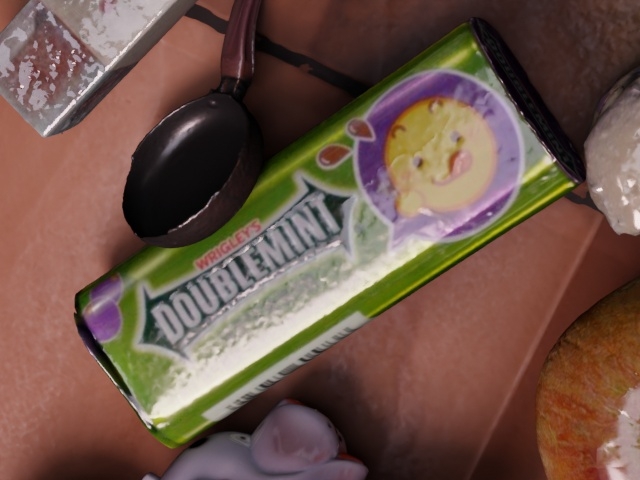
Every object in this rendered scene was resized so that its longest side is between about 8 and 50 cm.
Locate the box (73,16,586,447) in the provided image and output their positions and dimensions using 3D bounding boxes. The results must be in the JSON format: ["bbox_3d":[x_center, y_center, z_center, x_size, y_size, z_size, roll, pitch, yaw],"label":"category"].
[{"bbox_3d":[0.000,0.000,1.345,0.345,0.097,0.134,-33,88,18],"label":"box"}]

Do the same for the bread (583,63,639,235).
[{"bbox_3d":[0.336,-0.085,1.252,0.337,0.102,0.183,3,98,15],"label":"bread"}]

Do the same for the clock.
[{"bbox_3d":[-0.010,0.218,1.367,0.254,0.189,0.189,34,107,18],"label":"clock"}]

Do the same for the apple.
[{"bbox_3d":[0.238,0.118,1.264,0.211,0.188,0.211,0,95,6],"label":"apple"}]

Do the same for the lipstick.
[{"bbox_3d":[-0.077,-0.223,1.327,0.076,0.080,0.371,46,108,2],"label":"lipstick"}]

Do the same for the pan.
[{"bbox_3d":[-0.068,-0.090,1.347,0.115,0.040,0.212,7,71,47],"label":"pan"}]
